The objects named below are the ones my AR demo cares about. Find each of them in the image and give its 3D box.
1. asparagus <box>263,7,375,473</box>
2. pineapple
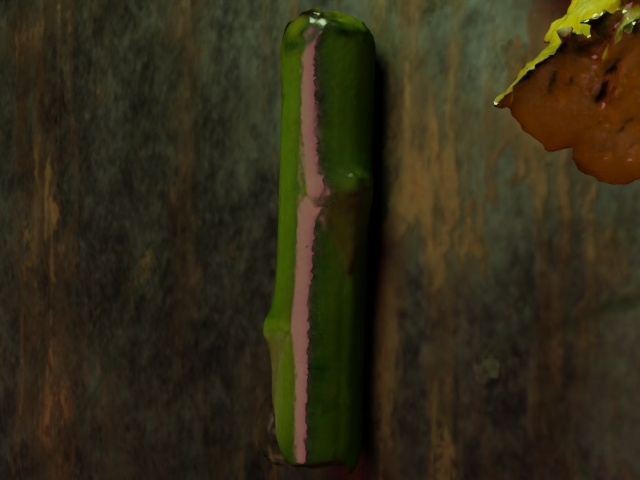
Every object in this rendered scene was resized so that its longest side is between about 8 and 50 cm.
[{"bbox_3d":[0.002,0.000,0.877,0.067,0.060,0.277,5,93,32],"label":"asparagus"},{"bbox_3d":[0.208,-0.115,0.611,0.250,0.140,0.164,-42,15,24],"label":"pineapple"}]
